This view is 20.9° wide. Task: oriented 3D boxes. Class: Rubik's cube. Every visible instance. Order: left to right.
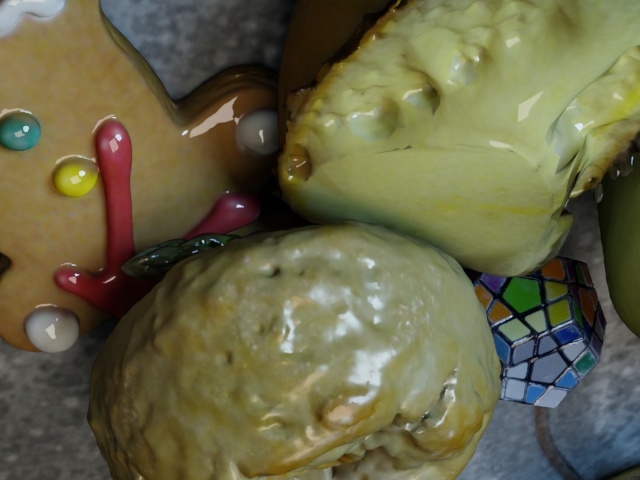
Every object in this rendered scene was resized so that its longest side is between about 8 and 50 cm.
[{"bbox_3d":[0.121,0.050,1.062,0.111,0.093,0.111,-10,125,-15],"label":"Rubik's cube"}]

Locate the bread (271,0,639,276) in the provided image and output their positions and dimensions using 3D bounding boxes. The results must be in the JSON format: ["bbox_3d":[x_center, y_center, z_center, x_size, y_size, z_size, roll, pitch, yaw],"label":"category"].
[{"bbox_3d":[0.082,-0.106,0.893,0.204,0.162,0.262,9,142,-29],"label":"bread"}]

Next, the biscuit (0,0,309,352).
[{"bbox_3d":[-0.107,-0.022,0.948,0.216,0.047,0.339,-36,129,8],"label":"biscuit"}]

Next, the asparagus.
[{"bbox_3d":[0.000,-0.001,0.970,0.236,0.034,0.027,-9,102,-32],"label":"asparagus"}]

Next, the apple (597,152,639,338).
[{"bbox_3d":[0.294,-0.037,0.976,0.279,0.279,0.279,-11,128,-14],"label":"apple"}]

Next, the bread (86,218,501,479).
[{"bbox_3d":[-0.005,0.092,0.951,0.244,0.134,0.244,-14,150,-8],"label":"bread"}]

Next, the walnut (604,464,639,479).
[{"bbox_3d":[0.252,0.246,1.194,0.245,0.198,0.198,-19,130,-18],"label":"walnut"}]
